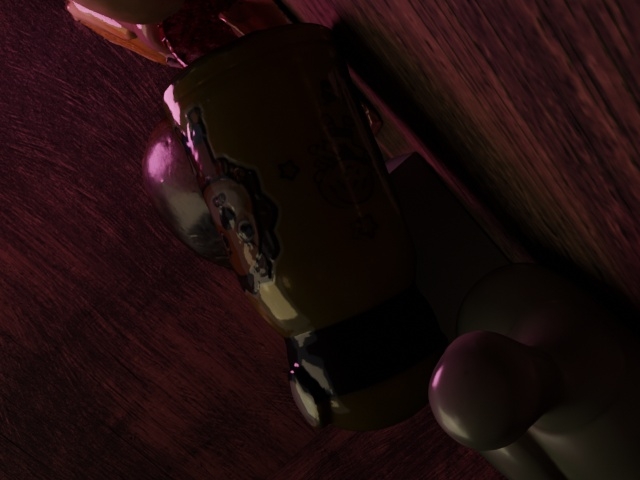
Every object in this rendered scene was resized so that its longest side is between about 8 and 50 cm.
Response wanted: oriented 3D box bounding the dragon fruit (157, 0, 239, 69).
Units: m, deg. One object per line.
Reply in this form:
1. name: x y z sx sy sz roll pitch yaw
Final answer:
1. dragon fruit: -0.135 -0.278 0.948 0.262 0.134 0.211 50 -174 29

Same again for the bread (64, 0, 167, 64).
1. bread: -0.373 -0.517 1.323 0.270 0.211 0.316 25 -173 6

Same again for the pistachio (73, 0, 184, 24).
1. pistachio: -0.280 -0.401 0.752 0.318 0.214 0.193 26 -116 -60

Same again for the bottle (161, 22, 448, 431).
1. bottle: 0.000 0.000 0.545 0.171 0.172 0.351 5 -118 -87

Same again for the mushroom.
1. mushroom: -0.111 -0.074 0.962 0.345 0.345 0.239 45 -144 -56

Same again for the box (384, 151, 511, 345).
1. box: 0.124 0.018 0.747 0.225 0.117 0.225 49 -178 -5

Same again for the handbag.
1. handbag: -0.021 -0.189 0.714 0.212 0.059 0.157 48 -178 -2

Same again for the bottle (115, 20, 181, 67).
1. bottle: -0.309 -0.446 1.059 0.297 0.173 0.206 47 157 24

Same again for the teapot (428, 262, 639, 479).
1. teapot: 0.157 0.095 0.449 0.318 0.149 0.220 46 -178 -34
